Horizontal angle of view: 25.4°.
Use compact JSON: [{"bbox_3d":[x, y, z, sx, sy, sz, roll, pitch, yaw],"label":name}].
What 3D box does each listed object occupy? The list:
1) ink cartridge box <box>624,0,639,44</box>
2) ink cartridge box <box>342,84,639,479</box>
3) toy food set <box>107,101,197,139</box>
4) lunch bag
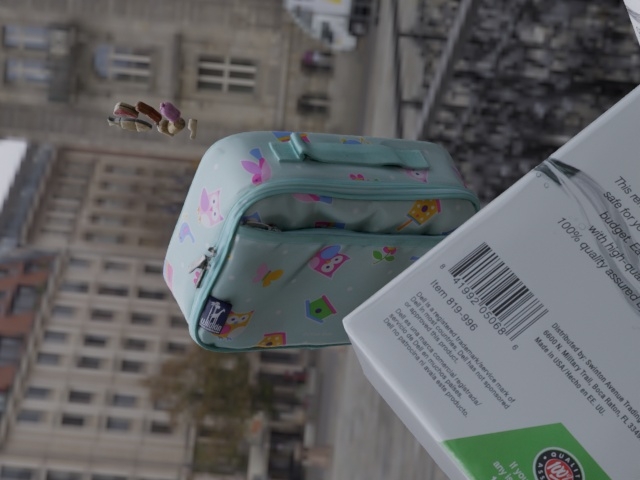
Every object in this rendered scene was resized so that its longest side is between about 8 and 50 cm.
[{"bbox_3d":[0.440,-0.294,1.733,0.218,0.092,0.158,60,178,-29],"label":"ink cartridge box"},{"bbox_3d":[0.139,0.040,0.660,0.153,0.208,0.087,50,173,21],"label":"ink cartridge box"},{"bbox_3d":[-0.227,-0.169,1.931,0.078,0.122,0.019,109,171,-66],"label":"toy food set"},{"bbox_3d":[0.000,0.000,1.336,0.224,0.279,0.108,-63,40,40],"label":"lunch bag"}]
